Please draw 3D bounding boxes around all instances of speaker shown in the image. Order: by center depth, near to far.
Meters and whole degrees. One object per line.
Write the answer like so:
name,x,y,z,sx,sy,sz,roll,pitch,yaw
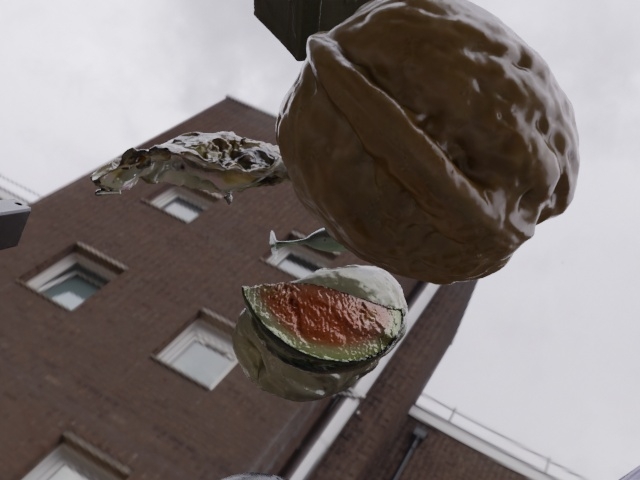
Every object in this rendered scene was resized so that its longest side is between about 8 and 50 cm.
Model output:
speaker,-0.566,-0.020,1.224,0.044,0.218,0.082,26,-78,6

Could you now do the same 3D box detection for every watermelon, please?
watermelon,0.006,0.120,1.017,0.245,0.119,0.063,9,-22,-18

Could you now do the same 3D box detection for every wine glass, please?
wine glass,0.000,0.000,1.499,0.198,0.066,0.066,-6,-65,9

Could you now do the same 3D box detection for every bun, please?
bun,0.010,0.196,1.466,0.359,0.359,0.211,-40,-115,40

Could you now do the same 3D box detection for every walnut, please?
walnut,0.085,-0.088,0.629,0.257,0.257,0.224,45,-75,1

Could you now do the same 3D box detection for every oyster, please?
oyster,-0.176,-0.125,1.147,0.201,0.354,0.107,-15,-102,43

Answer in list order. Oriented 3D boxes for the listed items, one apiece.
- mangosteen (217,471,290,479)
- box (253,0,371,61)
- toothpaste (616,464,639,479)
mangosteen,-0.055,0.259,0.574,0.152,0.152,0.152,15,-57,23
box,0.014,-0.367,0.920,0.155,0.149,0.231,53,-30,40
toothpaste,0.260,0.303,0.742,0.080,0.371,0.125,63,-8,11
